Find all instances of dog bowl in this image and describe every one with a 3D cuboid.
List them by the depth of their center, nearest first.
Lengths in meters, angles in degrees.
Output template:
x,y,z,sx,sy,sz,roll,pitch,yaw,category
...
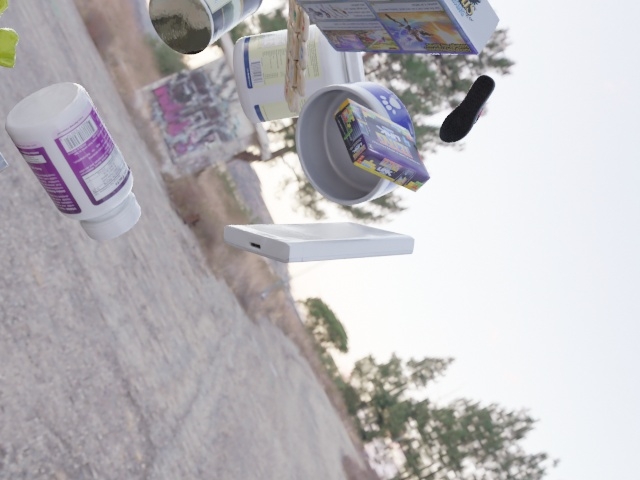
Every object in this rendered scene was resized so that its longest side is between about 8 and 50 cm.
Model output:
x,y,z,sx,sy,sz,roll,pitch,yaw,category
0.075,-0.216,1.793,0.265,0.104,0.265,16,-65,38,dog bowl

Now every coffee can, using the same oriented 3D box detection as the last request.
x,y,z,sx,sy,sz,roll,pitch,yaw,category
-0.308,-0.657,2.222,0.202,0.275,0.201,18,-47,21,coffee can

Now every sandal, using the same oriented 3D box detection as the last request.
x,y,z,sx,sy,sz,roll,pitch,yaw,category
0.341,-0.295,1.854,0.067,0.179,0.040,41,16,22,sandal

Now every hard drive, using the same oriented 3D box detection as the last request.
x,y,z,sx,sy,sz,roll,pitch,yaw,category
0.000,0.000,1.773,0.233,0.353,0.047,15,-76,48,hard drive

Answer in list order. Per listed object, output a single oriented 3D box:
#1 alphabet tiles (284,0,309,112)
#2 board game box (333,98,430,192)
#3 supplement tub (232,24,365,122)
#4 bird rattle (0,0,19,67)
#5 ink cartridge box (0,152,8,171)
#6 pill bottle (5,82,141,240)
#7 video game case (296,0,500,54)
x,y,z,sx,sy,sz,roll,pitch,yaw,category
-0.055,-0.421,1.705,0.278,0.021,0.284,-108,-160,-61,alphabet tiles
0.116,-0.177,1.523,0.170,0.048,0.141,19,37,-38,board game box
-0.052,-0.450,2.174,0.235,0.325,0.235,-8,90,-82,supplement tub
-0.697,-0.390,1.501,0.143,0.254,0.207,97,-29,-50,bird rattle
-0.850,-0.156,1.735,0.072,0.303,0.307,45,-17,13,ink cartridge box
-0.481,-0.149,1.625,0.169,0.169,0.301,58,-8,51,pill bottle
0.051,-0.332,0.992,0.269,0.061,0.244,17,-21,49,video game case
